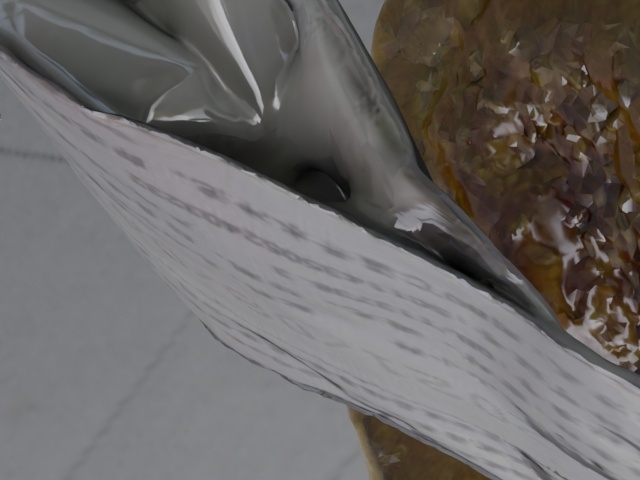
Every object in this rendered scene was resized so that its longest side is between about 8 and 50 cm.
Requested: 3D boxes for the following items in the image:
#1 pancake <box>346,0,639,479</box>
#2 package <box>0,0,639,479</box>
[{"bbox_3d":[0.124,0.004,0.637,0.065,0.356,0.356,-3,135,-41],"label":"pancake"},{"bbox_3d":[0.000,0.000,0.418,0.062,0.251,0.204,-48,162,-5],"label":"package"}]
